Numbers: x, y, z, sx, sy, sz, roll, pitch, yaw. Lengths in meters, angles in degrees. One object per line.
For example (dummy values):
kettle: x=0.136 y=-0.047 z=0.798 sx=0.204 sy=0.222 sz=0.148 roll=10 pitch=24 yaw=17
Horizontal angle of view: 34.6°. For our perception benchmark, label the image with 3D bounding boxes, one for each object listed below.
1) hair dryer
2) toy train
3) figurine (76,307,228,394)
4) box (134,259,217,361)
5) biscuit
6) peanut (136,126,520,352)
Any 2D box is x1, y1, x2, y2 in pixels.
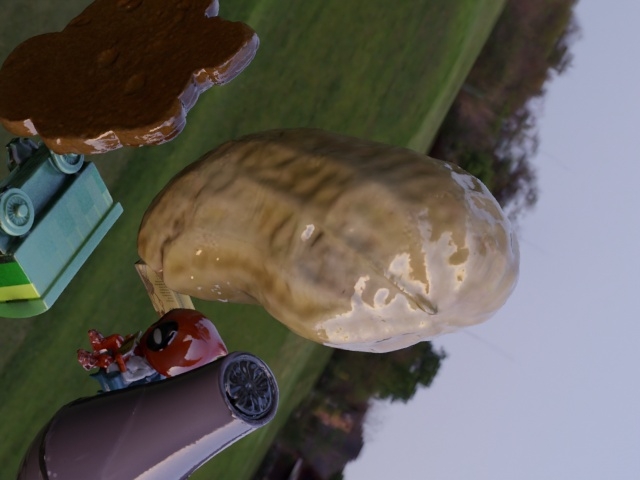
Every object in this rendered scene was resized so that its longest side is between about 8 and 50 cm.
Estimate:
hair dryer: x=-0.070 y=0.241 z=0.930 sx=0.301 sy=0.361 sz=0.121 roll=-30 pitch=-146 yaw=36
toy train: x=-0.430 y=-0.035 z=1.560 sx=0.301 sy=0.120 sz=0.202 roll=-64 pitch=141 yaw=-49
figurine: x=-0.162 y=0.113 z=1.018 sx=0.068 sy=0.140 sz=0.075 roll=-79 pitch=152 yaw=-59
box: x=-0.163 y=0.088 z=1.177 sx=0.020 sy=0.149 sz=0.073 roll=-30 pitch=-166 yaw=-31
biscuit: x=-0.195 y=-0.170 z=1.024 sx=0.041 sy=0.290 sz=0.209 roll=60 pitch=32 yaw=-51
peanut: x=0.003 y=-0.005 z=0.862 sx=0.158 sy=0.340 sz=0.174 roll=14 pitch=94 yaw=-55
